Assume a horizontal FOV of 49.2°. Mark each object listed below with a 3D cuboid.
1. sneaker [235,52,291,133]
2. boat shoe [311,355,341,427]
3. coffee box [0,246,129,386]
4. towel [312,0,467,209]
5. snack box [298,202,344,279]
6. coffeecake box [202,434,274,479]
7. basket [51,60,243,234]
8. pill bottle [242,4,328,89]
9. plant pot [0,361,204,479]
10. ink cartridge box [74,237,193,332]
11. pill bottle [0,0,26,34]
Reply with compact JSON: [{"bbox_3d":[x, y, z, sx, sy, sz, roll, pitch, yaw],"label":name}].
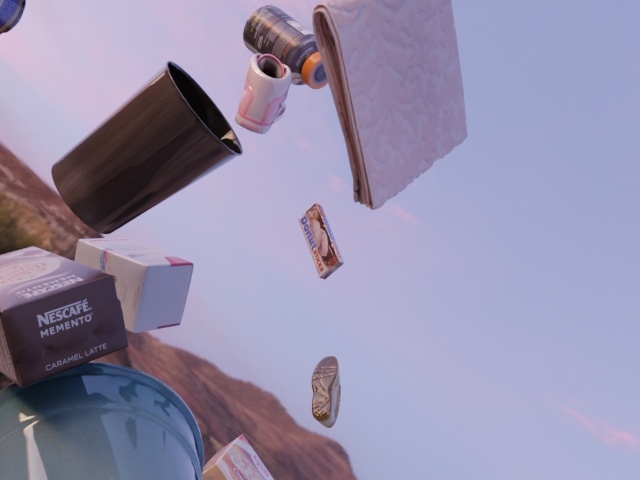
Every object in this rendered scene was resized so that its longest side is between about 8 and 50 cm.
[{"bbox_3d":[-0.054,-0.163,0.731,0.051,0.070,0.134,20,24,-7],"label":"sneaker"},{"bbox_3d":[0.012,0.267,1.232,0.050,0.135,0.045,-9,-49,20],"label":"boat shoe"},{"bbox_3d":[-0.374,0.086,0.896,0.247,0.141,0.098,11,-66,45],"label":"coffee box"},{"bbox_3d":[0.127,-0.255,1.119,0.053,0.332,0.316,7,-59,38],"label":"towel"},{"bbox_3d":[0.000,0.000,1.577,0.022,0.064,0.178,23,35,-42],"label":"snack box"},{"bbox_3d":[-0.151,0.458,1.289,0.142,0.068,0.185,54,6,4],"label":"coffeecake box"},{"bbox_3d":[-0.252,-0.122,0.995,0.154,0.227,0.204,57,7,9],"label":"basket"},{"bbox_3d":[-0.071,-0.465,1.708,0.246,0.130,0.130,44,-18,30],"label":"pill bottle"},{"bbox_3d":[-0.273,0.370,0.824,0.341,0.341,0.334,54,-8,-25],"label":"plant pot"},{"bbox_3d":[-0.351,0.077,1.288,0.176,0.127,0.128,19,10,28],"label":"ink cartridge box"},{"bbox_3d":[-0.520,-0.377,0.980,0.123,0.123,0.219,42,1,4],"label":"pill bottle"}]
